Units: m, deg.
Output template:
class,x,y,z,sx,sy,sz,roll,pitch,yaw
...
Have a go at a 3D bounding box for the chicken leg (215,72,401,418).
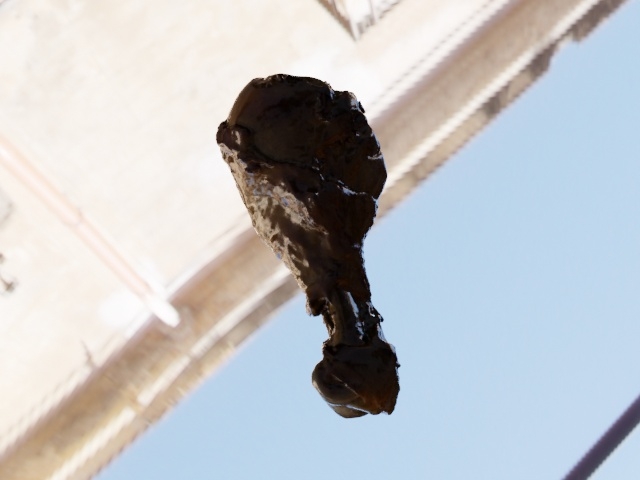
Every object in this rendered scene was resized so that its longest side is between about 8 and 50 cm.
class,x,y,z,sx,sy,sz,roll,pitch,yaw
chicken leg,0.001,0.001,1.081,0.107,0.087,0.251,-13,-112,0
